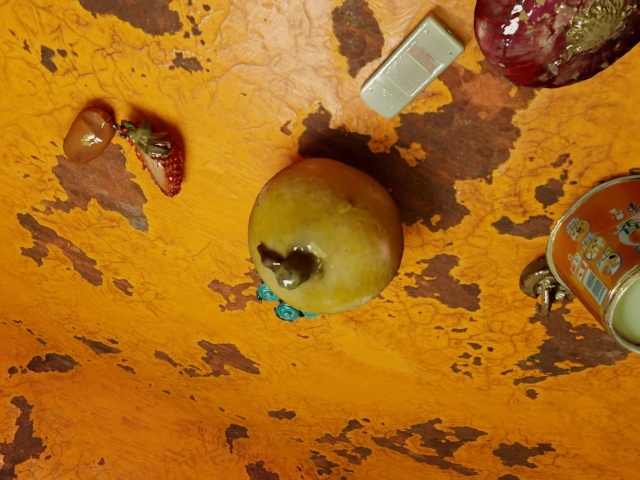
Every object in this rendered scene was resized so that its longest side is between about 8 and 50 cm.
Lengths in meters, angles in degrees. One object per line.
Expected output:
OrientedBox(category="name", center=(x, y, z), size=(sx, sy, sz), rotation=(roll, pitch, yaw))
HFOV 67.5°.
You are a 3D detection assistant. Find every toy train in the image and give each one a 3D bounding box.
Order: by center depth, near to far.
OrientedBox(category="toy train", center=(-0.067, 0.122, 1.272), size=(0.163, 0.112, 0.203), rotation=(-20, 127, 27))

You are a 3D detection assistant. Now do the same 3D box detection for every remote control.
OrientedBox(category="remote control", center=(0.153, -0.296, 0.837), size=(0.088, 0.029, 0.190), rotation=(35, 134, -16))

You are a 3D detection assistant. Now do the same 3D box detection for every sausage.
OrientedBox(category="sausage", center=(-0.524, -0.240, 1.090), size=(0.179, 0.089, 0.089), rotation=(-31, 118, 35))

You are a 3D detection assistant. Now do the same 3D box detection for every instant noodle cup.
OrientedBox(category="instant noodle cup", center=(0.589, 0.057, 0.863), size=(0.297, 0.214, 0.296), rotation=(2, 122, 4))

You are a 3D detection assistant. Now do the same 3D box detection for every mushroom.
OrientedBox(category="mushroom", center=(0.515, 0.101, 1.075), size=(0.135, 0.080, 0.170), rotation=(14, 129, 11))

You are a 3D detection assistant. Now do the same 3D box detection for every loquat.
OrientedBox(category="loquat", center=(0.000, 0.000, 0.965), size=(0.329, 0.359, 0.328), rotation=(7, 112, 18))

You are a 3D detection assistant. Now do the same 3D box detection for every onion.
OrientedBox(category="onion", center=(0.328, -0.326, 0.637), size=(0.247, 0.190, 0.246), rotation=(-4, 150, -2))

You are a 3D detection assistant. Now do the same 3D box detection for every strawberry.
OrientedBox(category="strawberry", center=(-0.371, -0.196, 1.092), size=(0.167, 0.087, 0.208), rotation=(41, 161, 4))
